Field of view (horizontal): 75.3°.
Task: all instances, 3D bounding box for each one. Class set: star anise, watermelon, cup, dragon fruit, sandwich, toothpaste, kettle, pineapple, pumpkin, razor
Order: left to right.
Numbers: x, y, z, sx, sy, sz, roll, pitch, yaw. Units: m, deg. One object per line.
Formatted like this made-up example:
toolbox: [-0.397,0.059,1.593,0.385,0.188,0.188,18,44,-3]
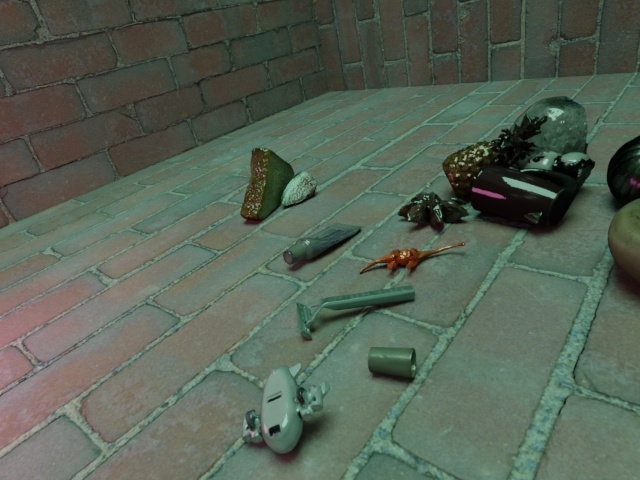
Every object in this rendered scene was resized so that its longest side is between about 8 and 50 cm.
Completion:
sandwich: [-0.201,-0.195,1.630,0.100,0.288,0.254,6,-12,18]
watermelon: [-0.089,-0.189,1.628,0.180,0.081,0.094,-42,53,-18]
toothpaste: [0.001,0.001,1.256,0.099,0.068,0.282,40,46,23]
razor: [0.081,0.143,0.958,0.278,0.056,0.111,-14,27,-3]
cup: [0.139,0.223,0.791,0.083,0.054,0.075,-2,31,24]
star anise: [0.335,-0.096,1.274,0.197,0.073,0.212,-24,28,-25]
pineapple: [0.559,-0.271,1.304,0.340,0.169,0.169,-30,21,23]
kettle: [0.579,-0.130,1.168,0.202,0.144,0.232,-37,41,-23]
dragon fruit: [0.780,-0.382,1.471,0.204,0.221,0.283,-5,31,2]
pumpkin: [0.886,-0.183,1.072,0.250,0.216,0.249,-14,52,19]

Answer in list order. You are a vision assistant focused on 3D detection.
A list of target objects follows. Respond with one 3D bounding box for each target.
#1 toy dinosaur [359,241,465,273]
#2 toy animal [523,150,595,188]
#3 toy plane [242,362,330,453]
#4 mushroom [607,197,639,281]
toy dinosaur: [0.237,0.042,1.079,0.280,0.055,0.101,-8,6,13]
toy animal: [0.705,-0.205,1.254,0.166,0.138,0.179,-13,28,-38]
toy plane: [-0.063,0.290,0.726,0.174,0.080,0.174,-26,27,14]
mushroom: [0.728,-0.044,0.791,0.293,0.290,0.292,-8,25,3]
